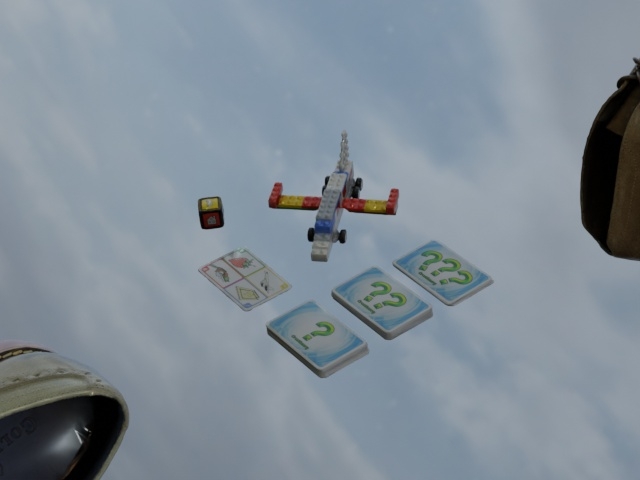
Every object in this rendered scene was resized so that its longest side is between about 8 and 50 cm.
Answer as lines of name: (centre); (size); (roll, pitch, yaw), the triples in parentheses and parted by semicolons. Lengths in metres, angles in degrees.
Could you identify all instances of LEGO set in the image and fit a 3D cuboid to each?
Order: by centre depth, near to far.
LEGO set: (0.000, 0.000, 1.427); (0.244, 0.182, 0.060); (38, -35, 42)

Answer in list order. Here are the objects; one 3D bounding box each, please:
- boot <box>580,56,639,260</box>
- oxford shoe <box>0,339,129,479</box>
boot: (0.276, -0.118, 1.278); (0.112, 0.115, 0.305); (-128, -139, -56)
oxford shoe: (-0.274, 0.206, 0.997); (0.140, 0.397, 0.146); (49, -22, -20)
